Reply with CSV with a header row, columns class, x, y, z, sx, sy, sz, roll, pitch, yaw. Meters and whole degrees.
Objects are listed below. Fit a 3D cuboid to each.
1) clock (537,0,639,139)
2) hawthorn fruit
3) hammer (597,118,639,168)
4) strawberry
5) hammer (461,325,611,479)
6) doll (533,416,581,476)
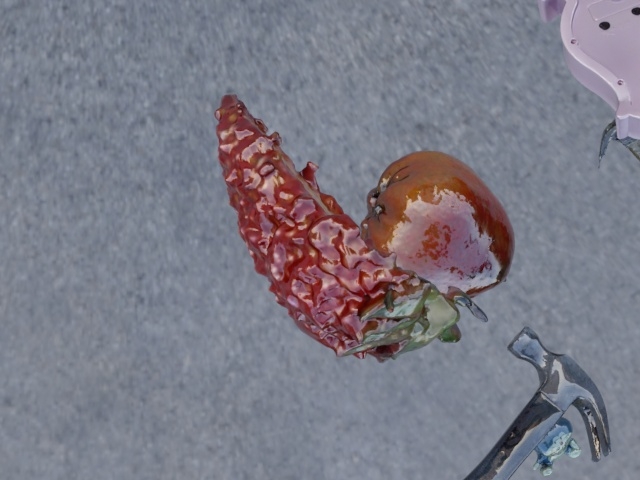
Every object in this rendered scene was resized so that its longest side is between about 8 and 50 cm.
class,x,y,z,sx,sy,sz,roll,pitch,yaw
clock,0.498,-0.303,1.599,0.290,0.275,0.080,-24,156,7
hawthorn fruit,0.186,-0.006,1.641,0.261,0.224,0.224,26,113,-16
hammer,0.543,-0.076,1.700,0.297,0.027,0.125,45,124,-12
strawberry,-0.003,0.005,0.731,0.087,0.208,0.167,-49,148,6
hammer,0.165,0.220,1.031,0.137,0.290,0.037,41,151,8
doll,0.316,0.279,1.522,0.076,0.050,0.083,-34,138,-18
